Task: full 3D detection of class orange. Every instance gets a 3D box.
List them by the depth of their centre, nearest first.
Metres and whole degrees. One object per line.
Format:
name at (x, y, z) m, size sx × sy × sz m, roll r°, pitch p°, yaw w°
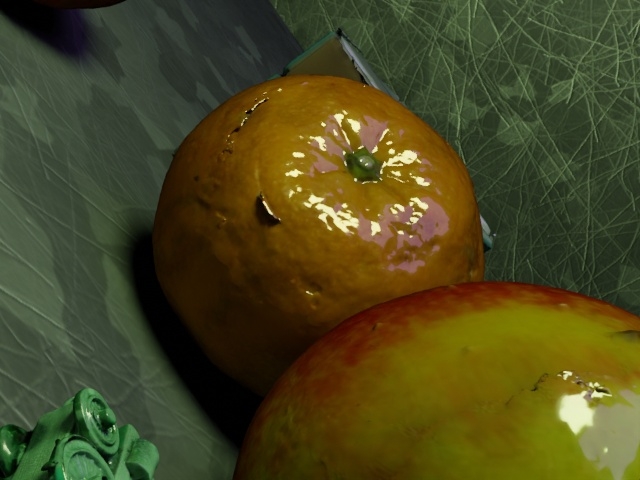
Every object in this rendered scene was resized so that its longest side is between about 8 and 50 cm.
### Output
orange at (0.000, 0.000, 0.916) m, size 0.284 × 0.226 × 0.284 m, roll 14°, pitch 54°, yaw -20°

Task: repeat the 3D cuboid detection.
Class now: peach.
peach at (0.112, 0.195, 0.690) m, size 0.370 × 0.370 × 0.370 m, roll 51°, pitch 13°, yaw -17°

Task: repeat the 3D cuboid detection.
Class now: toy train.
toy train at (-0.121, 0.146, 0.529) m, size 0.104 × 0.071 × 0.178 m, roll 59°, pitch 12°, yaw -19°

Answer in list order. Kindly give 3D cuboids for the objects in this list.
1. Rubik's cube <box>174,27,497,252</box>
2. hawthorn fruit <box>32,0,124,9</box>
Rubik's cube at (0.020, -0.047, 1.188) m, size 0.221 × 0.224 × 0.231 m, roll 61°, pitch 14°, yaw 25°
hawthorn fruit at (-0.222, -0.383, 1.008) m, size 0.276 × 0.307 × 0.276 m, roll 37°, pitch 19°, yaw -15°
